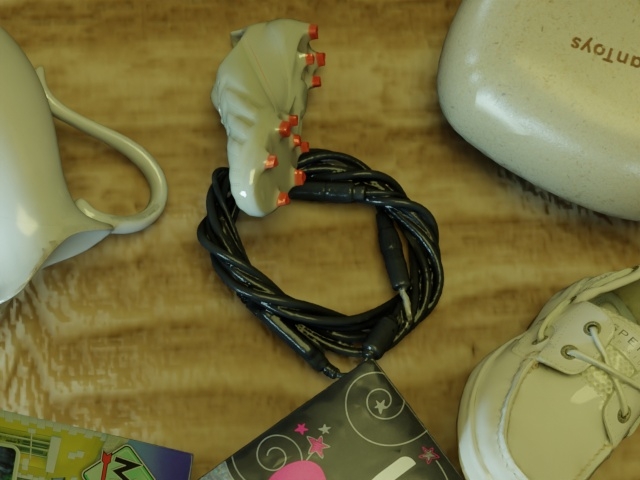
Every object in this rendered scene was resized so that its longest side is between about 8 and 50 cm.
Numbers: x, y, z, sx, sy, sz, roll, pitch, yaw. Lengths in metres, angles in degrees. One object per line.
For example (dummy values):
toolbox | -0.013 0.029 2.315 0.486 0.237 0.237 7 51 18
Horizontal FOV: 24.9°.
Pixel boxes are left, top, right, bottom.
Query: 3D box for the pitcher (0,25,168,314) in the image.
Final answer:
pitcher | -0.217 -0.071 1.010 0.178 0.125 0.207 -31 87 -37

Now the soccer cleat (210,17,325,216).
soccer cleat | -0.046 -0.088 1.040 0.076 0.068 0.196 -2 44 14

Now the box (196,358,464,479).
box | 0.045 0.222 0.904 0.142 0.163 0.247 -35 79 -16

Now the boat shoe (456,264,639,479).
boat shoe | 0.173 0.082 0.936 0.098 0.096 0.277 49 36 -4

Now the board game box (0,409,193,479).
board game box | -0.201 0.256 0.866 0.213 0.046 0.317 15 56 -15

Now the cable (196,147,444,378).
cable | 0.000 0.000 1.041 0.184 0.047 0.150 42 71 9

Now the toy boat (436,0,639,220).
toy boat | 0.250 -0.164 1.095 0.267 0.148 0.318 26 77 7
